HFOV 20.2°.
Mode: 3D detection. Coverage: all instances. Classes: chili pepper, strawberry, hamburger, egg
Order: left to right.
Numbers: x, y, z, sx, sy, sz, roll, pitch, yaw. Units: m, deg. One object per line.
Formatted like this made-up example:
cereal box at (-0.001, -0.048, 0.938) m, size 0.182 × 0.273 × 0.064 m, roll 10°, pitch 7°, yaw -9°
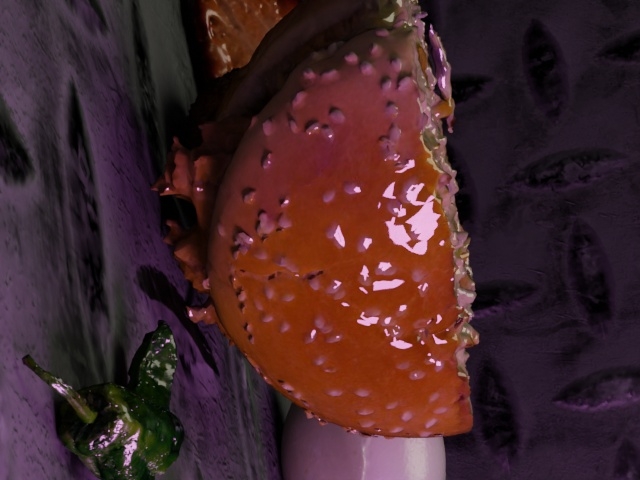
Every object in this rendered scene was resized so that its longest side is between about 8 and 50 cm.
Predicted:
chili pepper at (-0.137, 0.125, 1.293) m, size 0.279 × 0.065 × 0.122 m, roll 4°, pitch 64°, yaw -84°
strawberry at (-0.066, -0.193, 2.040) m, size 0.236 × 0.190 × 0.111 m, roll 55°, pitch -24°, yaw -2°
hamburger at (0.000, 0.000, 1.634) m, size 0.268 × 0.287 × 0.445 m, roll -92°, pitch 170°, yaw -51°
egg at (0.044, 0.226, 1.967) m, size 0.183 × 0.183 × 0.217 m, roll 59°, pitch 16°, yaw -66°

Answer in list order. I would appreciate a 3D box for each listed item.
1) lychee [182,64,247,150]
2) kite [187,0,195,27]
lychee at (-0.053, -0.094, 1.826) m, size 0.194 × 0.194 × 0.194 m, roll -13°, pitch 90°, yaw -82°
kite at (-0.139, -0.256, 2.066) m, size 0.139 × 0.011 × 0.157 m, roll -61°, pitch 136°, yaw -73°
